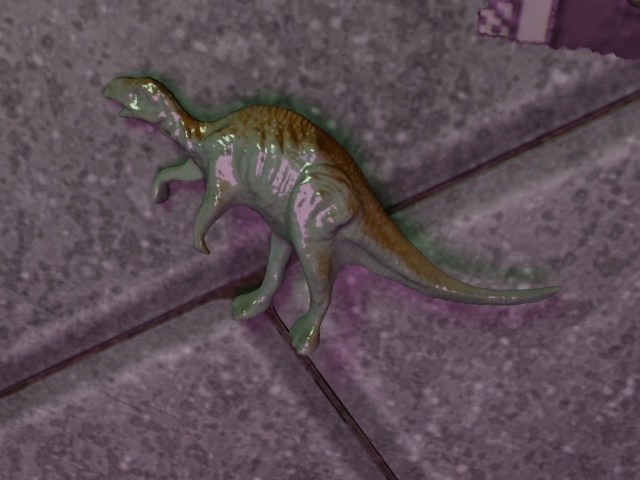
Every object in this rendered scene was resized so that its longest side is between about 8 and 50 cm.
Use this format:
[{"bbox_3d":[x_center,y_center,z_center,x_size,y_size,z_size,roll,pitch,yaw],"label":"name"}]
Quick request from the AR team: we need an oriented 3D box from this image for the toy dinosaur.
[{"bbox_3d":[0.000,0.000,0.900,0.392,0.092,0.206,16,116,8],"label":"toy dinosaur"}]

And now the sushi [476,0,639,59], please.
[{"bbox_3d":[0.269,-0.261,0.694,0.296,0.100,0.373,9,122,2],"label":"sushi"}]
